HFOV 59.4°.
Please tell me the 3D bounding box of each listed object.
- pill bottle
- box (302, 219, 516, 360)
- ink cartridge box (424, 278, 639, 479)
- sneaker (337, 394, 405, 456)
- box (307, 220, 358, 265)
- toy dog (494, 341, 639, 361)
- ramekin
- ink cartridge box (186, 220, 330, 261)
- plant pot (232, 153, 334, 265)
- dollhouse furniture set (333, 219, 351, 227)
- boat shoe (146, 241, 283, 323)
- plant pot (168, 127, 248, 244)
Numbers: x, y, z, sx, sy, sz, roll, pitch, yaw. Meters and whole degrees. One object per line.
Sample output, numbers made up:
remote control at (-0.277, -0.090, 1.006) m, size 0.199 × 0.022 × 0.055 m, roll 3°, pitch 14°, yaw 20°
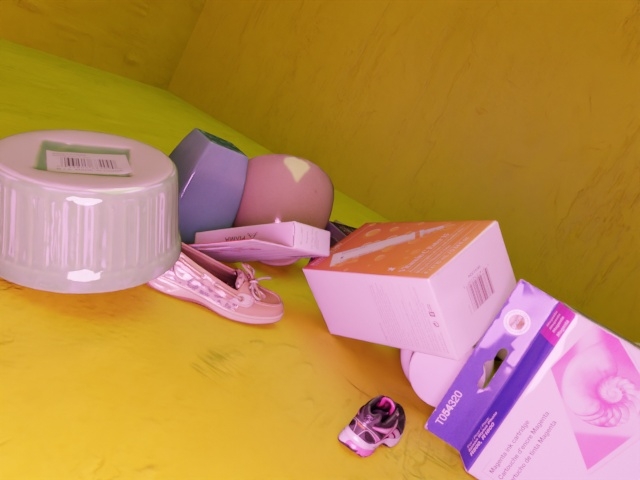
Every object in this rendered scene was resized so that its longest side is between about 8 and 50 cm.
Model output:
pill bottle at (0.270, 0.227, 1.202) m, size 0.188 × 0.188 × 0.334 m, roll 30°, pitch 13°, yaw 7°
box at (0.168, 0.081, 1.106) m, size 0.215 × 0.168 × 0.345 m, roll -35°, pitch 21°, yaw -33°
ink cartridge box at (0.389, 0.285, 0.913) m, size 0.330 × 0.324 × 0.071 m, roll 31°, pitch 11°, yaw 10°
sneaker at (0.101, 0.280, 0.884) m, size 0.072 × 0.077 × 0.178 m, roll 35°, pitch 13°, yaw 21°
box at (0.094, 0.079, 1.462) m, size 0.142 × 0.163 × 0.247 m, roll 15°, pitch 18°, yaw -35°
toy dog at (0.581, 0.302, 1.508) m, size 0.395 × 0.285 × 0.408 m, roll 7°, pitch 16°, yaw -12°
ramekin at (-0.362, -0.061, 0.865) m, size 0.303 × 0.148 × 0.303 m, roll 11°, pitch 25°, yaw -5°
ink cartridge box at (-0.158, 0.000, 1.136) m, size 0.275 × 0.060 × 0.239 m, roll -5°, pitch -12°, yaw 34°
plant pot at (-0.105, -0.049, 1.408) m, size 0.284 × 0.284 × 0.191 m, roll 22°, pitch 50°, yaw -28°
dollhouse furniture set at (0.000, 0.000, 1.645) m, size 0.183 × 0.129 × 0.129 m, roll 26°, pitch 13°, yaw -18°
boat shoe at (-0.185, 0.076, 1.037) m, size 0.285 × 0.089 × 0.104 m, roll 22°, pitch 14°, yaw -26°
plant pot at (-0.278, -0.124, 1.299) m, size 0.165 × 0.234 × 0.166 m, roll 18°, pitch 17°, yaw -40°
